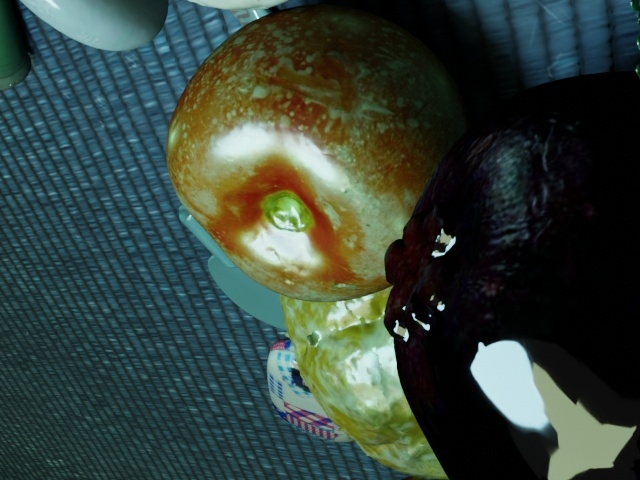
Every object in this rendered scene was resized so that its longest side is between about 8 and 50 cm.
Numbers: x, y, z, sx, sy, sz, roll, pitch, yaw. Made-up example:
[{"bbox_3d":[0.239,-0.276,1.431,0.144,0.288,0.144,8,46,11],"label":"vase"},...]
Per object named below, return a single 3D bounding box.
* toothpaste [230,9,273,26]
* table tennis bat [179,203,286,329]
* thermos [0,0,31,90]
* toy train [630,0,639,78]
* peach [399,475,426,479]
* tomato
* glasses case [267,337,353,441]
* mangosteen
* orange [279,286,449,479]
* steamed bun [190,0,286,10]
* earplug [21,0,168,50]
[{"bbox_3d":[-0.033,-0.179,1.296,0.205,0.036,0.056,50,152,-14],"label":"toothpaste"},{"bbox_3d":[-0.100,0.036,1.689,0.153,0.040,0.244,3,140,46],"label":"table tennis bat"},{"bbox_3d":[-0.395,-0.264,1.542,0.083,0.073,0.187,-2,144,0],"label":"thermos"},{"bbox_3d":[0.272,-0.184,0.771,0.159,0.188,0.271,14,142,35],"label":"toy train"},{"bbox_3d":[0.186,0.369,1.391,0.275,0.248,0.245,6,103,16],"label":"peach"},{"bbox_3d":[0.008,-0.085,1.184,0.270,0.222,0.270,18,142,15],"label":"tomato"},{"bbox_3d":[-0.002,0.199,1.730,0.125,0.076,0.327,19,160,8],"label":"glasses case"},{"bbox_3d":[0.266,0.064,0.994,0.435,0.382,0.382,13,156,-14],"label":"mangosteen"},{"bbox_3d":[0.117,0.127,1.369,0.271,0.210,0.369,-27,119,35],"label":"orange"},{"bbox_3d":[-0.079,-0.282,1.120,0.183,0.106,0.182,25,144,20],"label":"steamed bun"},{"bbox_3d":[-0.230,-0.313,1.184,0.325,0.175,0.214,68,-176,-47],"label":"earplug"}]
